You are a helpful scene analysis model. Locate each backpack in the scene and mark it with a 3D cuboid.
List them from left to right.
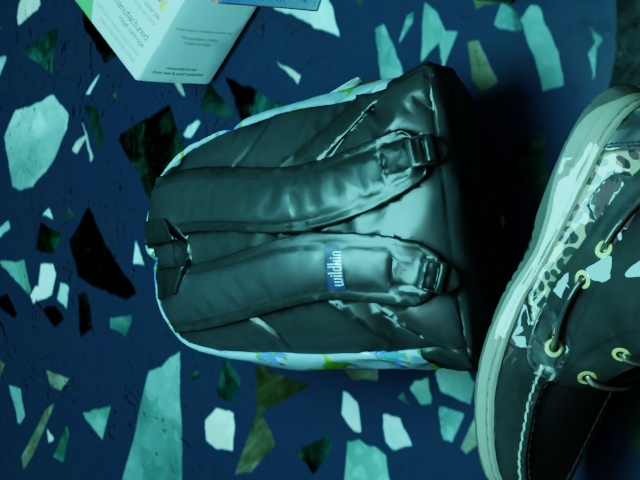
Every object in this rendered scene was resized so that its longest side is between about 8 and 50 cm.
[{"bbox_3d":[0.000,0.000,1.820,0.355,0.273,0.290,-11,87,21],"label":"backpack"}]

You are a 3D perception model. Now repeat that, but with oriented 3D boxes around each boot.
[{"bbox_3d":[0.296,0.088,1.575,0.284,0.138,0.377,28,105,39],"label":"boot"}]

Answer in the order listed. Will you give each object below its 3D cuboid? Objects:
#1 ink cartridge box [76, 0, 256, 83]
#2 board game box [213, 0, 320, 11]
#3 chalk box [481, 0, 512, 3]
[{"bbox_3d":[-0.141,-0.335,2.001,0.201,0.117,0.278,52,123,28],"label":"ink cartridge box"},{"bbox_3d":[-0.019,-0.365,1.867,0.027,0.145,0.281,33,113,37],"label":"board game box"},{"bbox_3d":[0.107,-0.333,1.731,0.289,0.179,0.180,42,118,32],"label":"chalk box"}]
